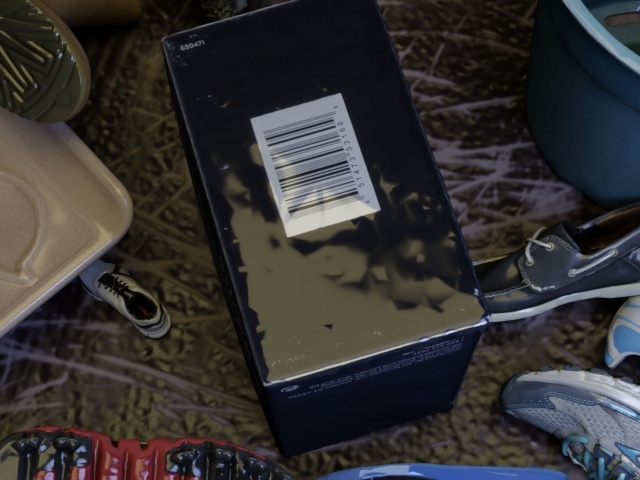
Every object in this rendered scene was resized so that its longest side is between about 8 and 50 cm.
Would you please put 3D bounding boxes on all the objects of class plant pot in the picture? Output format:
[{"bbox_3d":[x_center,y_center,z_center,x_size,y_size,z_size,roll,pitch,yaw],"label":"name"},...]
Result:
[{"bbox_3d":[0.330,-0.191,1.117,0.341,0.334,0.341,0,69,-1],"label":"plant pot"}]

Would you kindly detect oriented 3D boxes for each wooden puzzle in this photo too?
[{"bbox_3d":[-0.386,-0.016,1.123,0.348,0.080,0.322,-42,75,-10],"label":"wooden puzzle"}]

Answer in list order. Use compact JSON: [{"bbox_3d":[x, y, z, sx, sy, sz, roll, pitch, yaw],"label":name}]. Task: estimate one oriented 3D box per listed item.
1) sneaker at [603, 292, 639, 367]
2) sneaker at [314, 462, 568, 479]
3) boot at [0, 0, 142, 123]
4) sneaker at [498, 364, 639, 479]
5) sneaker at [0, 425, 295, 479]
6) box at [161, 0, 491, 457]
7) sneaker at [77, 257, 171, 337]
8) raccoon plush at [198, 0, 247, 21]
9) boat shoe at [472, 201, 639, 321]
[{"bbox_3d":[0.367,0.132,1.132,0.237,0.085,0.086,28,99,17],"label":"sneaker"},{"bbox_3d":[0.104,0.245,1.088,0.232,0.081,0.090,0,65,-1],"label":"sneaker"},{"bbox_3d":[-0.238,-0.212,1.165,0.236,0.269,0.089,43,114,9],"label":"boot"},{"bbox_3d":[0.283,0.198,1.094,0.283,0.110,0.122,21,74,7],"label":"sneaker"},{"bbox_3d":[-0.149,0.218,1.081,0.276,0.135,0.097,9,73,-14],"label":"sneaker"},{"bbox_3d":[0.000,0.000,1.064,0.183,0.294,0.296,-16,70,-4],"label":"box"},{"bbox_3d":[-0.185,0.046,1.180,0.109,0.043,0.040,34,75,13],"label":"sneaker"},{"bbox_3d":[-0.209,-0.382,1.308,0.446,0.216,0.299,4,82,32],"label":"raccoon plush"},{"bbox_3d":[0.210,0.016,1.157,0.233,0.079,0.084,-12,31,5],"label":"boat shoe"}]
